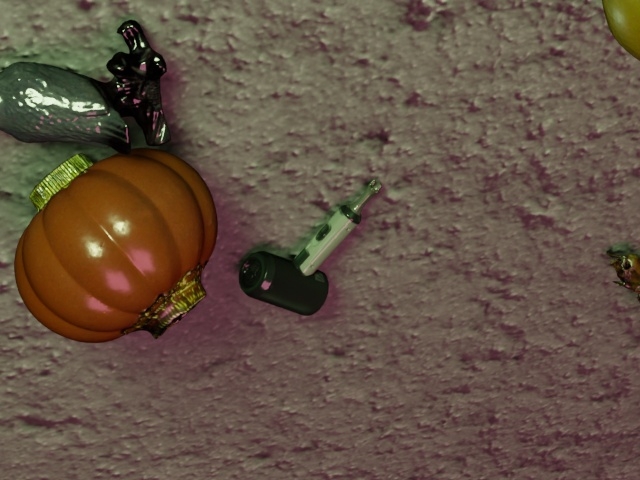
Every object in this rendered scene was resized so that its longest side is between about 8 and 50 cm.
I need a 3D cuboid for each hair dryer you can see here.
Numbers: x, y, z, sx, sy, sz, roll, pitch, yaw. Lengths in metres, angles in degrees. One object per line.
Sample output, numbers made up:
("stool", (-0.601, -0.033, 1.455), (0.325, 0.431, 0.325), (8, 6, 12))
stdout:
("hair dryer", (0.000, 0.000, 2.020), (0.100, 0.057, 0.197), (22, 117, -44))

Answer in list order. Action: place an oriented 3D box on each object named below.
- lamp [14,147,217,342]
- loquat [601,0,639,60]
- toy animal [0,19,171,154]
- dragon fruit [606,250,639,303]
("lamp", (-0.204, 0.006, 1.789), (0.223, 0.196, 0.223), (-42, 177, -3))
("loquat", (0.363, -0.248, 1.805), (0.195, 0.152, 0.152), (28, 122, -37))
("toy animal", (-0.247, -0.115, 1.685), (0.210, 0.117, 0.121), (-15, 150, -13))
("dragon fruit", (0.459, 0.078, 2.293), (0.246, 0.125, 0.125), (28, 90, -30))
